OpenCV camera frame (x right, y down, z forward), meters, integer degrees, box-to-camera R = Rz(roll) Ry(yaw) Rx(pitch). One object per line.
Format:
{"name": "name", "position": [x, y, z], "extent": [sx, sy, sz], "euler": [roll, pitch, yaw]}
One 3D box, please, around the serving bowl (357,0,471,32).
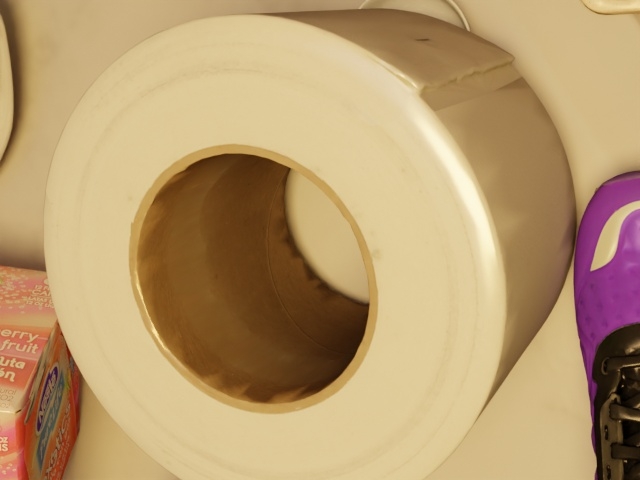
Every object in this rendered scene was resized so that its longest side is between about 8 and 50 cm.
{"name": "serving bowl", "position": [0.055, -0.111, 0.580], "extent": [0.083, 0.027, 0.083], "euler": [2, 94, 23]}

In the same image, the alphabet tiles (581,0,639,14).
{"name": "alphabet tiles", "position": [0.221, -0.263, 0.501], "extent": [0.284, 0.021, 0.277], "euler": [2, 95, 23]}

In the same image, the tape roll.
{"name": "tape roll", "position": [0.000, 0.000, 0.516], "extent": [0.246, 0.169, 0.246], "euler": [7, 107, 24]}

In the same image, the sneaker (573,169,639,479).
{"name": "sneaker", "position": [0.184, 0.109, 0.476], "extent": [0.102, 0.146, 0.293], "euler": [-9, 91, 23]}

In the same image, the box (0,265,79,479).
{"name": "box", "position": [-0.319, 0.098, 0.613], "extent": [0.300, 0.142, 0.154], "euler": [7, 122, -2]}

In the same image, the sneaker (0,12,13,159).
{"name": "sneaker", "position": [-0.329, -0.055, 0.681], "extent": [0.114, 0.152, 0.305], "euler": [43, 108, 21]}
